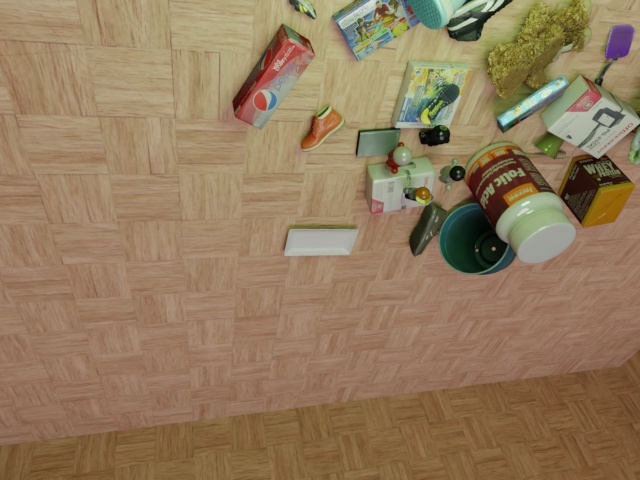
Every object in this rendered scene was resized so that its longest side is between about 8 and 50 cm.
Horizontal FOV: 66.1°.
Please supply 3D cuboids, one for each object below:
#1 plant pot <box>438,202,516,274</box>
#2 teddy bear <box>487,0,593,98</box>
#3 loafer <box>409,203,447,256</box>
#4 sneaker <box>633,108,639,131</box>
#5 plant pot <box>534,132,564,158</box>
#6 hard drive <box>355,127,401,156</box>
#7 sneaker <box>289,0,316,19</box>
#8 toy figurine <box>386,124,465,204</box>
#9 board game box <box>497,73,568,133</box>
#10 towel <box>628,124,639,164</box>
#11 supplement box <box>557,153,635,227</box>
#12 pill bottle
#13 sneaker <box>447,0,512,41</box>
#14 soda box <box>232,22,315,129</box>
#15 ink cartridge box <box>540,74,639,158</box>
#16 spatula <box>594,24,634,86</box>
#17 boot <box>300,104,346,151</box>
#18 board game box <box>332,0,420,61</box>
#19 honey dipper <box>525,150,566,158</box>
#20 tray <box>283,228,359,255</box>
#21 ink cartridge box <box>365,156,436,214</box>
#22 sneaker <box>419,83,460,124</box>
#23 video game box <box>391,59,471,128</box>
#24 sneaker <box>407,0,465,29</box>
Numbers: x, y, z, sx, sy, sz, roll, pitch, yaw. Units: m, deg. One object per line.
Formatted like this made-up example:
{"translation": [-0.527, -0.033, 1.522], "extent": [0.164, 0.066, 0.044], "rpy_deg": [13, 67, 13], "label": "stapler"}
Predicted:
{"translation": [0.641, 0.013, 1.915], "extent": [0.272, 0.271, 0.255], "rpy_deg": [-40, 148, 25], "label": "plant pot"}
{"translation": [0.622, -0.554, 1.398], "extent": [0.338, 0.113, 0.245], "rpy_deg": [-42, 142, 18], "label": "teddy bear"}
{"translation": [0.420, -0.032, 1.904], "extent": [0.087, 0.094, 0.251], "rpy_deg": [5, 135, -16], "label": "loafer"}
{"translation": [1.078, -0.410, 1.699], "extent": [0.215, 0.083, 0.084], "rpy_deg": [9, 132, -27], "label": "sneaker"}
{"translation": [0.804, -0.337, 1.705], "extent": [0.083, 0.083, 0.079], "rpy_deg": [20, 117, -34], "label": "plant pot"}
{"translation": [0.184, -0.315, 1.573], "extent": [0.135, 0.022, 0.094], "rpy_deg": [-7, 138, -10], "label": "hard drive"}
{"translation": [-0.043, -0.576, 1.213], "extent": [0.035, 0.031, 0.083], "rpy_deg": [-26, 136, 32], "label": "sneaker"}
{"translation": [0.331, -0.233, 1.534], "extent": [0.213, 0.148, 0.209], "rpy_deg": [-28, 96, -5], "label": "toy figurine"}
{"translation": [0.654, -0.419, 1.529], "extent": [0.211, 0.039, 0.160], "rpy_deg": [-34, 172, 19], "label": "board game box"}
{"translation": [1.210, -0.456, 1.634], "extent": [0.320, 0.090, 0.374], "rpy_deg": [-21, 138, -18], "label": "towel"}
{"translation": [1.023, -0.190, 1.839], "extent": [0.129, 0.194, 0.191], "rpy_deg": [-11, 139, -5], "label": "supplement box"}
{"translation": [0.659, -0.128, 1.644], "extent": [0.224, 0.392, 0.224], "rpy_deg": [-9, 138, -8], "label": "pill bottle"}
{"translation": [0.438, -0.604, 1.299], "extent": [0.217, 0.079, 0.121], "rpy_deg": [-17, 143, 14], "label": "sneaker"}
{"translation": [-0.129, -0.428, 1.306], "extent": [0.092, 0.083, 0.263], "rpy_deg": [20, 128, -33], "label": "soda box"}
{"translation": [0.873, -0.396, 1.594], "extent": [0.237, 0.100, 0.172], "rpy_deg": [21, 134, -19], "label": "ink cartridge box"}
{"translation": [0.897, -0.528, 1.550], "extent": [0.084, 0.030, 0.296], "rpy_deg": [-7, 138, -8], "label": "spatula"}
{"translation": [-0.010, -0.335, 1.470], "extent": [0.158, 0.059, 0.084], "rpy_deg": [-38, 132, 12], "label": "boot"}
{"translation": [0.150, -0.574, 1.266], "extent": [0.201, 0.035, 0.136], "rpy_deg": [-28, 138, 14], "label": "board game box"}
{"translation": [0.805, -0.308, 1.770], "extent": [0.161, 0.030, 0.030], "rpy_deg": [-1, 137, -10], "label": "honey dipper"}
{"translation": [0.000, 0.000, 1.859], "extent": [0.270, 0.030, 0.145], "rpy_deg": [0, 136, -17], "label": "tray"}
{"translation": [0.271, -0.189, 1.687], "extent": [0.218, 0.092, 0.158], "rpy_deg": [-8, 139, -5], "label": "ink cartridge box"}
{"translation": [0.342, -0.402, 1.438], "extent": [0.144, 0.059, 0.053], "rpy_deg": [-42, 103, 6], "label": "sneaker"}
{"translation": [0.328, -0.431, 1.472], "extent": [0.187, 0.048, 0.205], "rpy_deg": [-5, 138, -16], "label": "video game box"}
{"translation": [0.263, -0.684, 1.136], "extent": [0.208, 0.127, 0.319], "rpy_deg": [-41, 118, -9], "label": "sneaker"}
